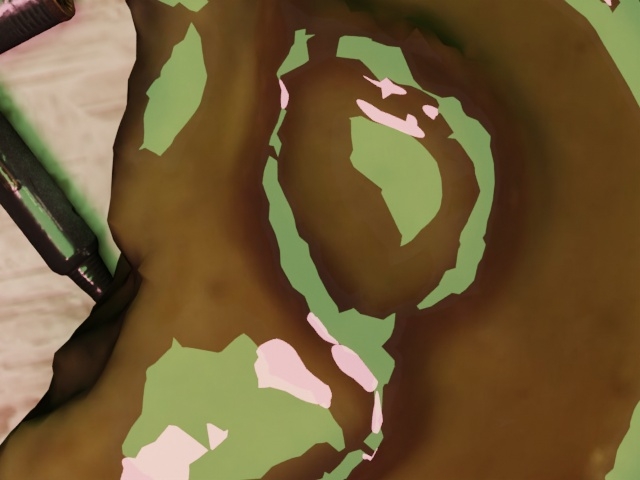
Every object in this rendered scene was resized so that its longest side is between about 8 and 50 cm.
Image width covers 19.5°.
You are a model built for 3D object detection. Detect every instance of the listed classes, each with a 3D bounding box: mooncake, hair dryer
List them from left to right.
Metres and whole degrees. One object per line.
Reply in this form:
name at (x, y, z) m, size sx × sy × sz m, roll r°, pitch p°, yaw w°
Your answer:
hair dryer at (-0.180, -0.031, 0.963) m, size 0.173 × 0.050 × 0.195 m, roll -24°, pitch 94°, yaw 13°
mooncake at (0.000, 0.000, 0.840) m, size 0.393 × 0.246 × 0.394 m, roll -21°, pitch 92°, yaw 6°
